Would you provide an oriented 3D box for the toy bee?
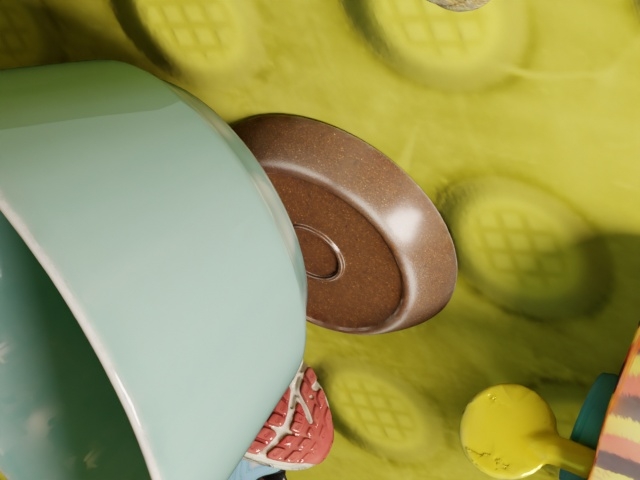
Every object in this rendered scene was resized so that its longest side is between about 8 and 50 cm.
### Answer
[{"bbox_3d":[0.180,0.160,0.816,0.195,0.162,0.298,5,134,33],"label":"toy bee"}]

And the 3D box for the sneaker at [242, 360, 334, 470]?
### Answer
[{"bbox_3d":[-0.085,0.099,1.040,0.225,0.088,0.093,23,151,28],"label":"sneaker"}]

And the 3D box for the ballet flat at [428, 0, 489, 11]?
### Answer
[{"bbox_3d":[0.135,-0.166,0.542,0.348,0.123,0.123,-15,121,46],"label":"ballet flat"}]

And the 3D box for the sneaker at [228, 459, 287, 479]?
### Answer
[{"bbox_3d":[-0.064,0.183,1.123,0.073,0.063,0.162,32,144,0],"label":"sneaker"}]

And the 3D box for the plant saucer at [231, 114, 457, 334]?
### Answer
[{"bbox_3d":[0.000,0.000,0.894,0.168,0.029,0.168,22,143,18],"label":"plant saucer"}]

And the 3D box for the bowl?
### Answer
[{"bbox_3d":[-0.124,0.019,0.863,0.311,0.163,0.312,39,148,30],"label":"bowl"}]
